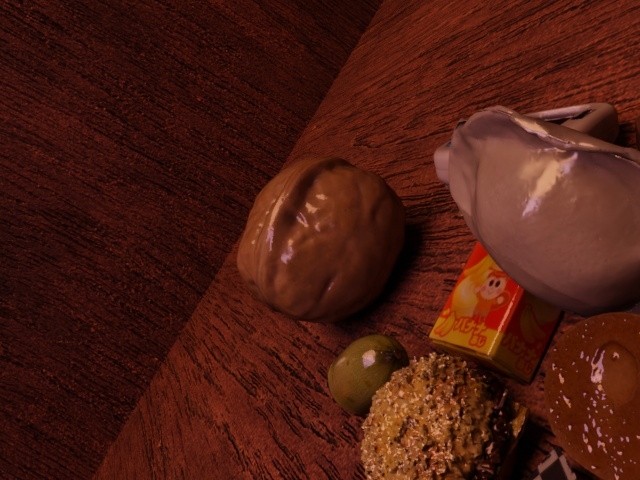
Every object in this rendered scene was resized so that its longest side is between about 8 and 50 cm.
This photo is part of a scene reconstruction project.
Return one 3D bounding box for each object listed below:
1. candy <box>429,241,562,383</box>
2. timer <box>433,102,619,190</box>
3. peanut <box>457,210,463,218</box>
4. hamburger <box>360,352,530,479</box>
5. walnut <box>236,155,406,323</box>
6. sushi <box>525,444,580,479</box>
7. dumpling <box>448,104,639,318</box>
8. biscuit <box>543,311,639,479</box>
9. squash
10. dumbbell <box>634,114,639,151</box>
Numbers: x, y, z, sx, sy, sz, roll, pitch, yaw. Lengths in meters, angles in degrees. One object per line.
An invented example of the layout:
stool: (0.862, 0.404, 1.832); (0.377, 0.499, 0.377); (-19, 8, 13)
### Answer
candy: (0.286, 0.056, 0.836); (0.276, 0.088, 0.146); (-61, 20, -13)
timer: (0.318, -0.142, 0.889); (0.236, 0.087, 0.262); (1, 22, 43)
peanut: (0.311, -0.070, 1.000); (0.174, 0.080, 0.080); (-26, 35, 59)
hamburger: (0.148, 0.264, 0.752); (0.243, 0.138, 0.261); (-59, 19, -9)
walnut: (0.000, 0.000, 1.244); (0.381, 0.381, 0.381); (-46, 22, 25)
sushi: (0.252, 0.329, 0.570); (0.139, 0.031, 0.201); (-60, 17, 20)
dumpling: (0.273, -0.045, 0.649); (0.181, 0.260, 0.341); (-22, 52, 3)
biscuit: (0.321, 0.167, 0.582); (0.208, 0.049, 0.181); (38, 112, 66)
squash: (0.088, 0.215, 0.935); (0.187, 0.123, 0.123); (119, 175, -63)
dumbbell: (0.445, -0.082, 0.692); (0.092, 0.082, 0.231); (-37, 27, 39)
